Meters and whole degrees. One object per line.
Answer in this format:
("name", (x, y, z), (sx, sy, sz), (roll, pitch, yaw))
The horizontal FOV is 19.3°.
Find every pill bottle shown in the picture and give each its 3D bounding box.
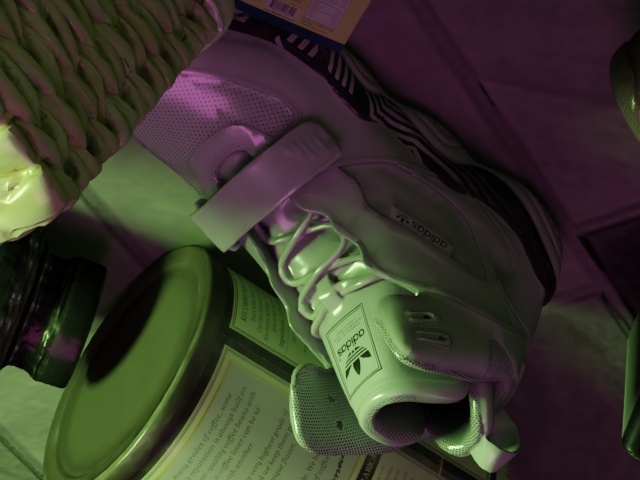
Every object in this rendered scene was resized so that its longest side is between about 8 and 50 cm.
("pill bottle", (-0.269, 0.026, 1.323), (0.219, 0.123, 0.123), (21, 134, -10))

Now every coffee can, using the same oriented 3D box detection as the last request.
("coffee can", (-0.031, 0.158, 1.358), (0.275, 0.201, 0.201), (33, 131, -22))

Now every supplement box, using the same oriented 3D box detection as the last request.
("supplement box", (-0.005, -0.173, 1.125), (0.083, 0.056, 0.083), (22, 134, -12))

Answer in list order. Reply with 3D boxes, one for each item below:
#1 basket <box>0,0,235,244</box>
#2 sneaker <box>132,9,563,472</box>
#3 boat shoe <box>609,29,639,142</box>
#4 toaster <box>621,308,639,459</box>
("basket", (-0.280, -0.145, 1.016), (0.331, 0.266, 0.328), (-21, 115, 25))
("sneaker", (0.000, 0.000, 1.188), (0.366, 0.210, 0.137), (31, 131, -20))
("boat shoe", (0.337, -0.060, 1.148), (0.355, 0.132, 0.130), (22, 125, -24))
("toaster", (0.304, 0.088, 1.296), (0.168, 0.110, 0.186), (11, 135, -1))
